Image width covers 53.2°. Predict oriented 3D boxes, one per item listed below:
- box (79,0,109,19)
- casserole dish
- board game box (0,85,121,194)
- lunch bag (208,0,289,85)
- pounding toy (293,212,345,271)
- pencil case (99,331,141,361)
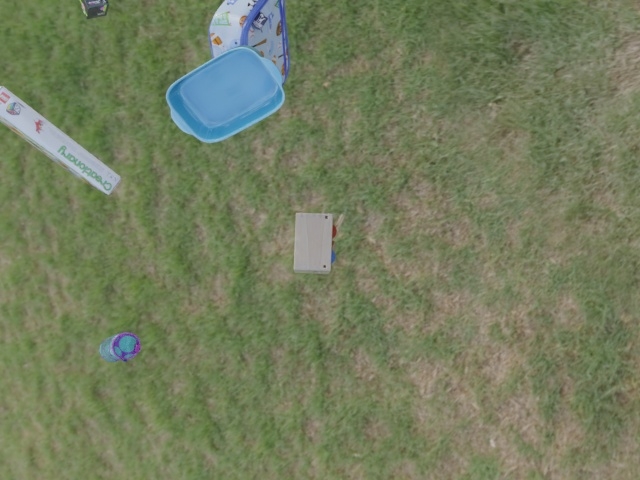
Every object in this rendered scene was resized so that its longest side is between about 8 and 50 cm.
[{"bbox_3d":[-0.539,-0.575,1.503,0.062,0.052,0.083,-19,93,65],"label":"box"},{"bbox_3d":[-0.138,-0.218,0.943,0.188,0.037,0.114,-23,125,24],"label":"casserole dish"},{"bbox_3d":[-0.600,-0.222,1.402,0.193,0.053,0.305,20,163,51],"label":"board game box"},{"bbox_3d":[-0.152,-0.458,1.502,0.115,0.243,0.303,19,146,13],"label":"lunch bag"},{"bbox_3d":[0.000,0.000,1.275,0.100,0.141,0.130,2,84,0],"label":"pounding toy"},{"bbox_3d":[-0.468,0.251,1.492,0.070,0.064,0.152,28,157,-22],"label":"pencil case"}]
